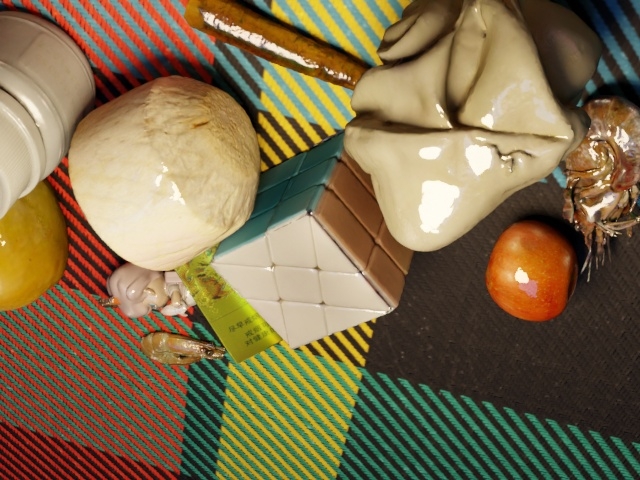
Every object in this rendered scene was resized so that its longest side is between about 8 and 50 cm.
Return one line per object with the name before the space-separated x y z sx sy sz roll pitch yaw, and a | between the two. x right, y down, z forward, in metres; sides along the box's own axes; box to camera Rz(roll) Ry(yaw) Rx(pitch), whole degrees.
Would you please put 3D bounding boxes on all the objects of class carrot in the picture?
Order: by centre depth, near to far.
carrot | -0.053 -0.294 1.626 0.314 0.066 0.066 22 133 -7

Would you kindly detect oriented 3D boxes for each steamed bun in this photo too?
steamed bun | 0.184 -0.204 1.443 0.368 0.342 0.255 -33 115 20

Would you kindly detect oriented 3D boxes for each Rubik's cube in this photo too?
Rubik's cube | 0.000 0.000 1.748 0.231 0.224 0.221 -25 118 34

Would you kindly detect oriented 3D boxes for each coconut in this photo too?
coconut | -0.256 -0.103 1.702 0.329 0.329 0.329 9 132 10

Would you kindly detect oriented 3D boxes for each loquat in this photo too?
loquat | -0.568 -0.017 1.898 0.276 0.276 0.284 14 112 5

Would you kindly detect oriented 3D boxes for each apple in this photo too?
apple | 0.341 0.050 1.728 0.139 0.163 0.163 26 136 20

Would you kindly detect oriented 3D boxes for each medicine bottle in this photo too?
medicine bottle | -0.512 -0.189 1.689 0.245 0.306 0.245 9 132 10

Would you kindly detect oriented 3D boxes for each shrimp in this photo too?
shrimp | 0.438 -0.067 1.628 0.145 0.116 0.343 15 135 24
shrimp | -0.274 0.224 2.157 0.180 0.041 0.099 2 131 15

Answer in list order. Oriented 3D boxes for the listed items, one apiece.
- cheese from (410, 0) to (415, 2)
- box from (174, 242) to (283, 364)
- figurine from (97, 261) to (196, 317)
cheese | 0.145 -0.369 1.506 0.060 0.041 0.084 28 148 2
box | -0.146 0.067 1.925 0.173 0.043 0.311 -29 123 0
figurine | -0.310 0.089 2.004 0.229 0.137 0.112 2 99 12
